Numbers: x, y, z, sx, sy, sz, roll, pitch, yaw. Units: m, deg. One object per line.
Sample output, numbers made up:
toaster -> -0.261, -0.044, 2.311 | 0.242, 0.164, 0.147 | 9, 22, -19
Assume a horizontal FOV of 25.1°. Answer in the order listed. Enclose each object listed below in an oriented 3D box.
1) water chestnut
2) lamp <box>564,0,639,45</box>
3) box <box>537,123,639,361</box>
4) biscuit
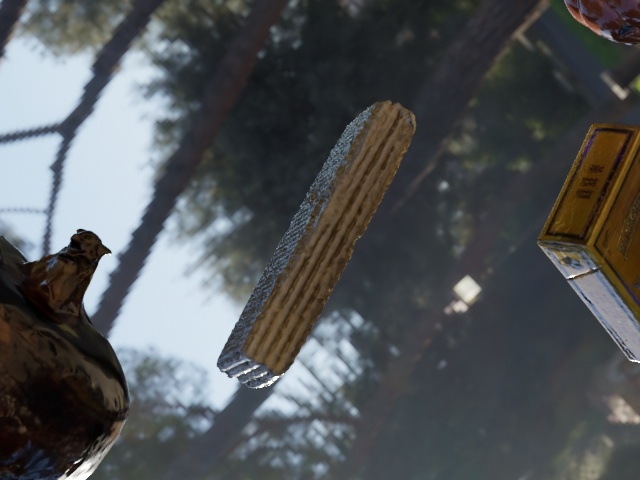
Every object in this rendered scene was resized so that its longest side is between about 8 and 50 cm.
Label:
water chestnut -> -0.337, 0.110, 1.520 | 0.350, 0.302, 0.350 | 48, 180, 0
lamp -> 0.359, -0.321, 1.656 | 0.164, 0.188, 0.187 | 9, -151, -31
box -> 0.420, 0.010, 1.916 | 0.084, 0.193, 0.301 | 6, 151, 43
biscuit -> 0.000, 0.000, 1.936 | 0.078, 0.426, 0.144 | 32, 158, -11
